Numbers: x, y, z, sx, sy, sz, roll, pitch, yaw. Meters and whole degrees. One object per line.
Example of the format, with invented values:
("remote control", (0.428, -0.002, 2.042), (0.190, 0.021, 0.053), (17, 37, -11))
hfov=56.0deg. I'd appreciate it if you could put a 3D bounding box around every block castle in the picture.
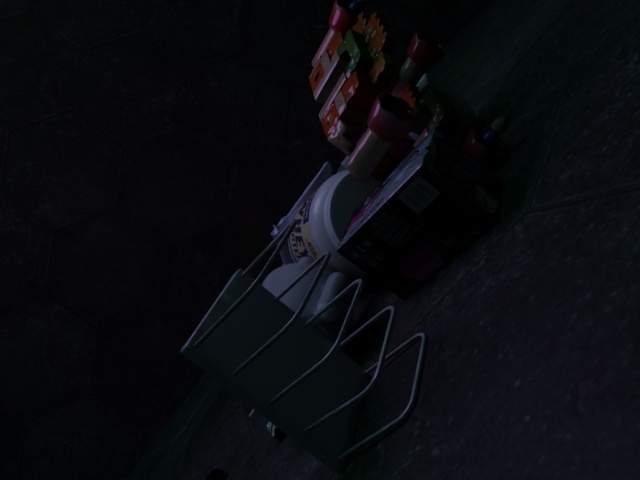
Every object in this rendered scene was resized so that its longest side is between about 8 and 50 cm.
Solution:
("block castle", (0.170, -0.312, 1.231), (0.212, 0.303, 0.453), (-56, 33, 37))

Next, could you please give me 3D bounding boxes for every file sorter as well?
("file sorter", (-0.007, 0.141, 0.850), (0.173, 0.278, 0.192), (-43, 11, 33))

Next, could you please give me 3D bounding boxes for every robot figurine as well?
("robot figurine", (-0.048, 0.182, 1.161), (0.300, 0.200, 0.353), (-52, 11, 33))

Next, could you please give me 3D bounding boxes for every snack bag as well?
("snack bag", (0.000, 0.000, 1.629), (0.323, 0.037, 0.342), (-56, -38, -38))

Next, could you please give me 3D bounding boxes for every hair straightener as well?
("hair straightener", (-0.282, 0.591, 1.336), (0.230, 0.047, 0.089), (-49, 7, 33))

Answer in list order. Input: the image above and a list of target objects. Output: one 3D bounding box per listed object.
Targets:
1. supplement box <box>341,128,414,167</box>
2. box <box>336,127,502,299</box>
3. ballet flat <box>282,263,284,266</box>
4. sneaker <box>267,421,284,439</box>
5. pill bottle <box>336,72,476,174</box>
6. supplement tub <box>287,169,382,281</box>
("supplement box", (0.177, -0.165, 1.407), (0.111, 0.220, 0.114), (-55, 7, -19))
("box", (0.170, -0.045, 1.060), (0.247, 0.163, 0.142), (-47, 10, 39))
("ballet flat", (-0.061, 0.116, 1.838), (0.400, 0.139, 0.139), (-56, 7, -19))
("sneaker", (-0.062, 0.347, 1.188), (0.109, 0.040, 0.044), (-55, 23, 6))
("pill bottle", (0.221, -0.241, 1.578), (0.361, 0.204, 0.204), (-49, 8, 29))
("supplement tub", (0.070, -0.026, 1.345), (0.235, 0.235, 0.325), (-55, 6, -17))
